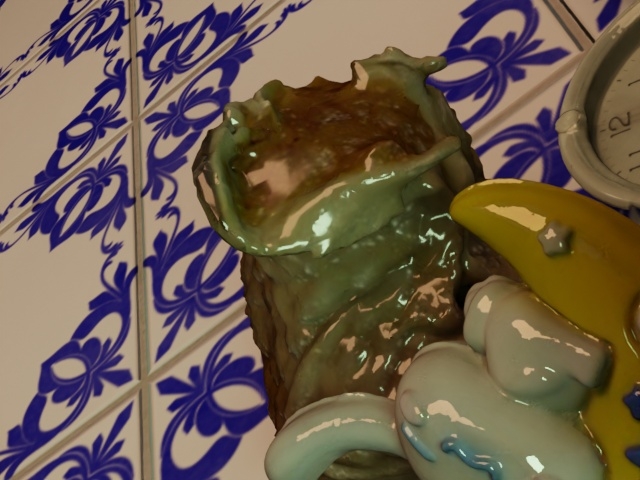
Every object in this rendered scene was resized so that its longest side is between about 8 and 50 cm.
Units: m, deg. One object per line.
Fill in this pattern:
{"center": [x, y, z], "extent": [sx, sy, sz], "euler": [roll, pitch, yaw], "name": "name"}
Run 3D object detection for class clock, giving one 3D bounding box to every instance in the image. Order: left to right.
{"center": [0.274, -0.103, 0.770], "extent": [0.236, 0.053, 0.236], "euler": [-30, 38, 26], "name": "clock"}

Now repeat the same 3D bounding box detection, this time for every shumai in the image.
{"center": [0.000, 0.000, 0.787], "extent": [0.267, 0.262, 0.314], "euler": [-53, 31, -12], "name": "shumai"}

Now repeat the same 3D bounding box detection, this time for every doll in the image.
{"center": [0.113, 0.097, 0.609], "extent": [0.111, 0.252, 0.237], "euler": [-24, -38, -63], "name": "doll"}
